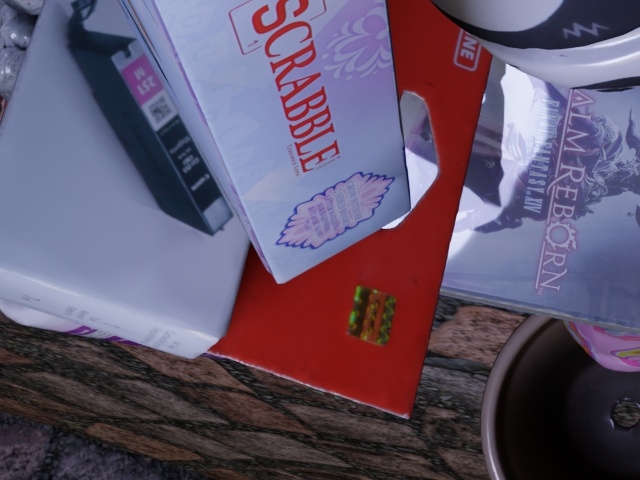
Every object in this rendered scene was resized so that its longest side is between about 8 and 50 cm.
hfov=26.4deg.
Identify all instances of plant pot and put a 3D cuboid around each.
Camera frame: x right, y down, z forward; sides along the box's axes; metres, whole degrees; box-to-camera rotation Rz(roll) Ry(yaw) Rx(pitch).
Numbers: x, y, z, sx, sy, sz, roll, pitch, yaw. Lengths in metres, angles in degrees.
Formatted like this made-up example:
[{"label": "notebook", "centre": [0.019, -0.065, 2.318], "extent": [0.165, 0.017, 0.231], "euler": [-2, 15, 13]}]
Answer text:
[{"label": "plant pot", "centre": [0.286, 0.165, 1.244], "extent": [0.263, 0.263, 0.229], "euler": [11, 179, 12]}]

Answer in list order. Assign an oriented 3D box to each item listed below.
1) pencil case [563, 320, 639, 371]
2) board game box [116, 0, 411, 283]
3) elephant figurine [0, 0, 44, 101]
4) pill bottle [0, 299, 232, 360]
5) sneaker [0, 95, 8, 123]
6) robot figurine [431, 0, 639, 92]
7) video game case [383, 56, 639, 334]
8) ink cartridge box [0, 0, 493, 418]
[{"label": "pencil case", "centre": [0.210, 0.000, 0.971], "extent": [0.124, 0.124, 0.284], "euler": [7, 159, 23]}, {"label": "board game box", "centre": [-0.081, -0.178, 0.430], "extent": [0.066, 0.319, 0.318], "euler": [-29, 160, -4]}, {"label": "elephant figurine", "centre": [-0.212, -0.164, 0.811], "extent": [0.239, 0.186, 0.169], "euler": [18, -160, 26]}, {"label": "pill bottle", "centre": [-0.109, 0.008, 1.123], "extent": [0.301, 0.169, 0.169], "euler": [16, 166, -42]}, {"label": "sneaker", "centre": [-0.320, -0.127, 1.082], "extent": [0.225, 0.088, 0.092], "euler": [37, 157, -28]}, {"label": "robot figurine", "centre": [0.075, -0.168, 0.489], "extent": [0.173, 0.209, 0.278], "euler": [-16, 147, 31]}, {"label": "video game case", "centre": [0.096, -0.057, 0.823], "extent": [0.274, 0.196, 0.026], "euler": [11, -157, 12]}, {"label": "ink cartridge box", "centre": [-0.025, -0.073, 0.686], "extent": [0.238, 0.275, 0.060], "euler": [18, 161, -12]}]
